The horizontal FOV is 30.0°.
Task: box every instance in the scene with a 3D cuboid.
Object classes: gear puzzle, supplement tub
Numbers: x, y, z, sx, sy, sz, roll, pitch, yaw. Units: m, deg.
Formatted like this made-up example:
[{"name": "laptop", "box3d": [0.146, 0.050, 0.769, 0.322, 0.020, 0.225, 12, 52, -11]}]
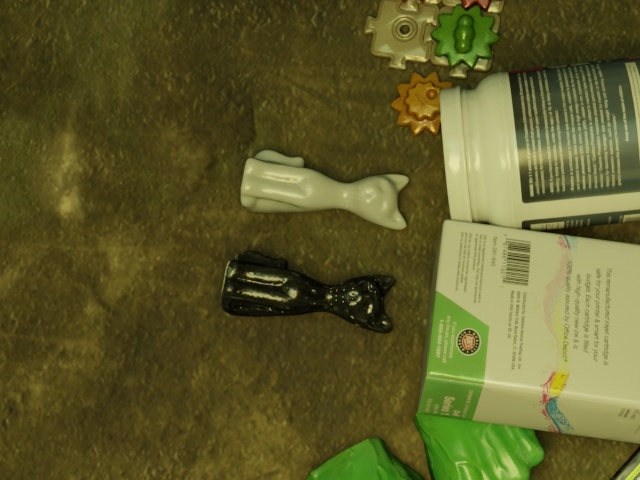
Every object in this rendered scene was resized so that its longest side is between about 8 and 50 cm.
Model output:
[{"name": "gear puzzle", "box3d": [0.146, -0.297, 1.519, 0.175, 0.044, 0.339, 11, 81, 11]}, {"name": "supplement tub", "box3d": [0.282, -0.108, 1.385, 0.272, 0.191, 0.191, -5, 78, 8]}]

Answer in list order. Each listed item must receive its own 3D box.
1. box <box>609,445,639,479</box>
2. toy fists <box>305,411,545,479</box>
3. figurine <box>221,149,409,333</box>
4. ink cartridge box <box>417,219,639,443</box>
[{"name": "box", "box3d": [0.431, 0.321, 1.346, 0.216, 0.060, 0.270, 41, 88, 15]}, {"name": "toy fists", "box3d": [0.124, 0.283, 1.388, 0.279, 0.096, 0.142, -30, 61, 3]}, {"name": "figurine", "box3d": [0.000, 0.000, 1.475, 0.209, 0.092, 0.215, 9, 80, 3]}, {"name": "ink cartridge box", "box3d": [0.260, 0.104, 1.342, 0.278, 0.117, 0.201, 8, 60, 3]}]
